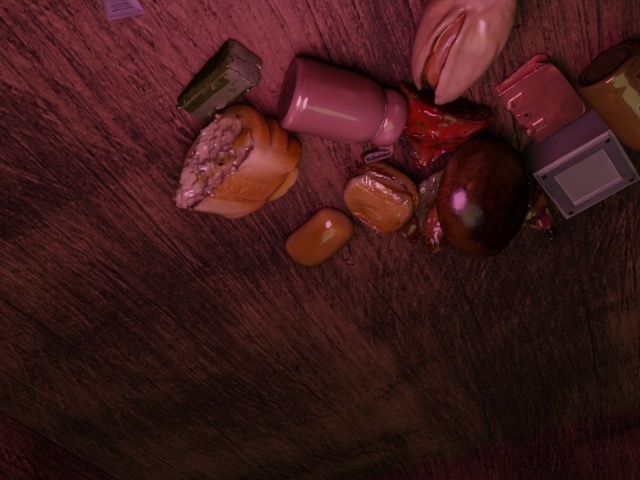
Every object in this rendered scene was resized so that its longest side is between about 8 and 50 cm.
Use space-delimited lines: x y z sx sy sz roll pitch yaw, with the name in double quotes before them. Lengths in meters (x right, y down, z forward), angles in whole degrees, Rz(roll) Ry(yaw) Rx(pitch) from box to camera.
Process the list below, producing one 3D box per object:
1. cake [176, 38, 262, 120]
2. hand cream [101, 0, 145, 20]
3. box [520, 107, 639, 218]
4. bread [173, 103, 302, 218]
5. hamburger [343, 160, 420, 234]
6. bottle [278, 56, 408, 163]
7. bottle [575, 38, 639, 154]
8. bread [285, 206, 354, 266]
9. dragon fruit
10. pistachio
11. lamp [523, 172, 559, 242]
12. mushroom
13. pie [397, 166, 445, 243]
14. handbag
"cake" -0.246 -0.380 1.447 0.100 0.099 0.235 31 145 -32
"hand cream" -0.435 -0.529 1.269 0.084 0.053 0.142 -10 145 2
"box" 0.720 -0.206 1.670 0.225 0.117 0.225 -34 129 25
"bread" -0.197 -0.199 1.513 0.270 0.211 0.316 7 146 -47
"hamburger" 0.163 -0.119 1.650 0.214 0.108 0.213 24 143 20
"bottle" 0.055 -0.306 1.450 0.297 0.173 0.206 10 109 -19
"bottle" 0.803 -0.309 1.472 0.351 0.171 0.171 41 120 -16
"bread" 0.000 0.000 1.809 0.147 0.098 0.217 25 128 -32
"dragon fruit" 0.301 -0.272 1.546 0.262 0.134 0.211 8 136 -14
"pistachio" 0.309 -0.451 1.340 0.193 0.214 0.318 43 142 13
"lamp" 0.621 -0.096 1.774 0.118 0.118 0.253 -33 130 24
"mushroom" 0.424 -0.107 1.558 0.239 0.345 0.345 27 134 12
"pie" 0.362 -0.110 1.750 0.257 0.105 0.274 -8 138 -19
"handbag" 0.563 -0.359 1.541 0.157 0.059 0.212 -36 129 26
